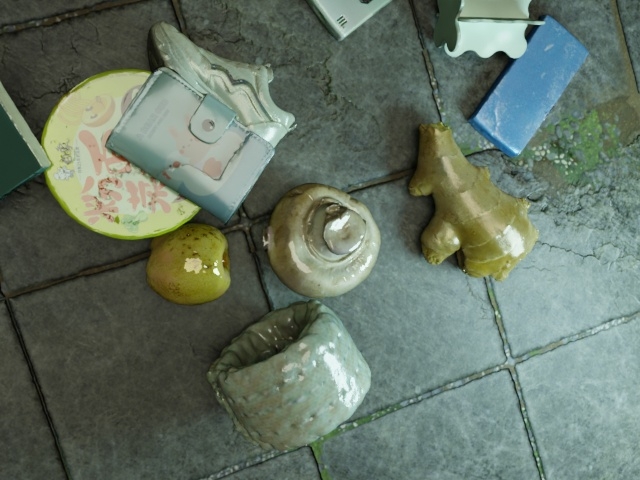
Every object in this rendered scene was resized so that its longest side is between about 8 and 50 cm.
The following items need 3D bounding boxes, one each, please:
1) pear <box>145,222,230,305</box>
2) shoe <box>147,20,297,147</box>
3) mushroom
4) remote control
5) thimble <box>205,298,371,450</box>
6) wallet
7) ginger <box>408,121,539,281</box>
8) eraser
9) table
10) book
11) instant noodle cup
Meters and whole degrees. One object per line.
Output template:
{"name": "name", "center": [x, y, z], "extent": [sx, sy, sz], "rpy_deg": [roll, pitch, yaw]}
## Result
{"name": "pear", "center": [-0.265, 0.048, 1.387], "extent": [0.178, 0.178, 0.178], "rpy_deg": [0, 92, -13]}
{"name": "shoe", "center": [-0.194, -0.312, 1.406], "extent": [0.210, 0.132, 0.342], "rpy_deg": [-38, 96, -21]}
{"name": "mushroom", "center": [0.000, 0.000, 1.417], "extent": [0.254, 0.184, 0.255], "rpy_deg": [2, 87, -27]}
{"name": "remote control", "center": [0.127, -0.588, 1.499], "extent": [0.344, 0.050, 0.145], "rpy_deg": [-40, 100, -9]}
{"name": "thimble", "center": [-0.061, 0.263, 1.365], "extent": [0.291, 0.291, 0.195], "rpy_deg": [-32, 103, -10]}
{"name": "wallet", "center": [-0.220, -0.166, 1.201], "extent": [0.250, 0.075, 0.176], "rpy_deg": [34, 90, -12]}
{"name": "ginger", "center": [0.305, -0.073, 1.548], "extent": [0.375, 0.166, 0.236], "rpy_deg": [49, 118, 9]}
{"name": "eraser", "center": [0.479, -0.355, 1.593], "extent": [0.144, 0.042, 0.312], "rpy_deg": [37, 84, -12]}
{"name": "table", "center": [0.366, -0.480, 1.504], "extent": [0.198, 0.166, 0.167], "rpy_deg": [-2, 93, -13]}
{"name": "book", "center": [-0.667, -0.165, 1.231], "extent": [0.379, 0.031, 0.264], "rpy_deg": [-24, 100, 28]}
{"name": "instant noodle cup", "center": [-0.349, -0.155, 1.319], "extent": [0.311, 0.221, 0.311], "rpy_deg": [-1, 93, -13]}
